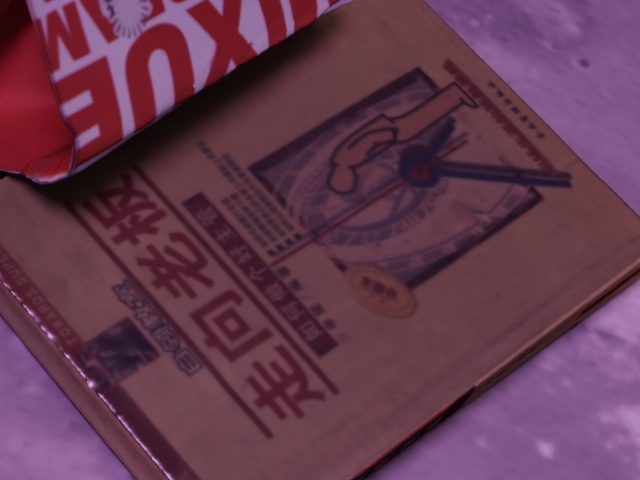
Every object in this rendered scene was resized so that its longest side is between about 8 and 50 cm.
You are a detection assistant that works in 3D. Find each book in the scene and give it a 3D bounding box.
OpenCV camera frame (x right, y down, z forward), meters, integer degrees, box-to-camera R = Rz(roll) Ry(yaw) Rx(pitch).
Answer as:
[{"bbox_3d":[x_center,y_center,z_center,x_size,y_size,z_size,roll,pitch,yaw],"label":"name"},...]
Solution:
[{"bbox_3d":[0.000,0.000,0.649,0.231,0.026,0.161,-32,72,-34],"label":"book"}]

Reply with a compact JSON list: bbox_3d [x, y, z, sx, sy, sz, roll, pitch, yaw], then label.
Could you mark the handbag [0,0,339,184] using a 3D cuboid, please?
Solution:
[{"bbox_3d":[-0.134,-0.161,0.639,0.298,0.151,0.171,40,48,6],"label":"handbag"}]
